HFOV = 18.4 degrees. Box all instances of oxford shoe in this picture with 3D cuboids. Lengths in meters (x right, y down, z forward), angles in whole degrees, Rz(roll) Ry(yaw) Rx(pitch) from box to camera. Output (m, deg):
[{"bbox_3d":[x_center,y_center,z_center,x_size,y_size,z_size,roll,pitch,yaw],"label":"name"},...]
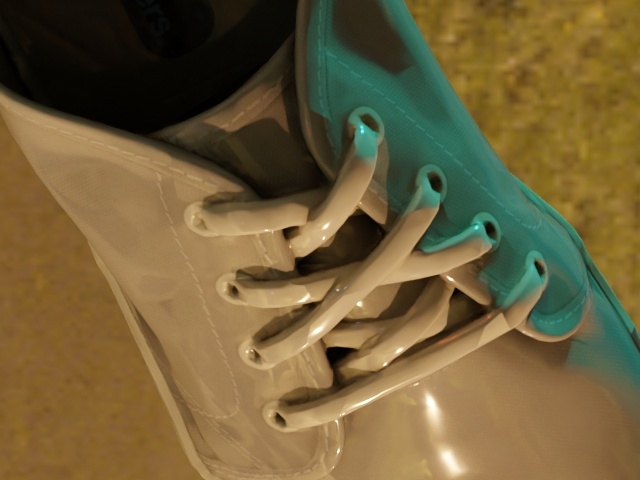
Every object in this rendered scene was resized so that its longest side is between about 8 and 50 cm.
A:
[{"bbox_3d":[0.000,0.000,0.687,0.449,0.169,0.130,58,-2,-18],"label":"oxford shoe"}]
